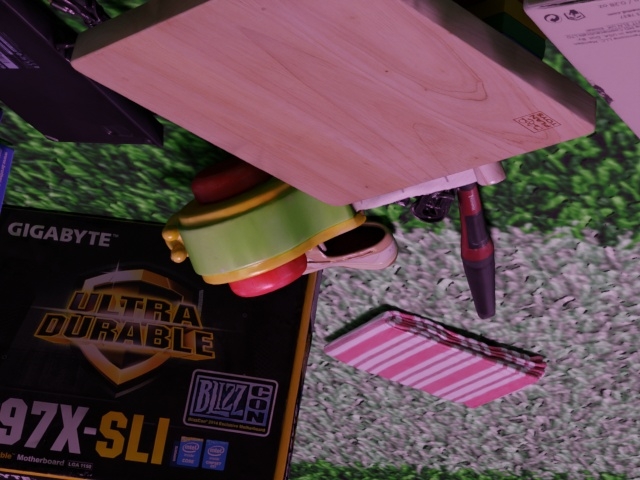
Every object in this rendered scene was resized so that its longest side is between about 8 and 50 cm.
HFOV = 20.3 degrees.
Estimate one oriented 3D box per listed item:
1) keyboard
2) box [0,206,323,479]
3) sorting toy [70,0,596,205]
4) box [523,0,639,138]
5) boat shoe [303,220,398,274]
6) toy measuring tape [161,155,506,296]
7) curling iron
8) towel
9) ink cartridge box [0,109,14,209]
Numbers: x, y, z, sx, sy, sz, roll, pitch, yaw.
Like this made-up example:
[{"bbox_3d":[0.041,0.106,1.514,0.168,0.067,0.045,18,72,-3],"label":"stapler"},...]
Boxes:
[{"bbox_3d":[-0.208,-0.153,1.325,0.202,0.033,0.317,4,158,29],"label":"keyboard"},{"bbox_3d":[-0.173,0.111,1.634,0.322,0.257,0.079,7,157,6],"label":"box"},{"bbox_3d":[0.012,-0.135,1.210,0.257,0.089,0.255,27,151,-37],"label":"sorting toy"},{"bbox_3d":[0.232,-0.128,1.119,0.094,0.113,0.275,-6,151,33],"label":"box"},{"bbox_3d":[0.000,0.000,1.583,0.135,0.050,0.045,-4,152,6],"label":"boat shoe"},{"bbox_3d":[-0.012,-0.021,1.437,0.330,0.121,0.121,-10,150,39],"label":"toy measuring tape"},{"bbox_3d":[0.123,0.001,1.552,0.068,0.035,0.274,5,156,20],"label":"curling iron"},{"bbox_3d":[0.117,0.121,1.844,0.197,0.029,0.144,21,154,-20],"label":"towel"},{"bbox_3d":[-0.359,-0.060,1.395,0.065,0.185,0.311,-13,149,37],"label":"ink cartridge box"}]
